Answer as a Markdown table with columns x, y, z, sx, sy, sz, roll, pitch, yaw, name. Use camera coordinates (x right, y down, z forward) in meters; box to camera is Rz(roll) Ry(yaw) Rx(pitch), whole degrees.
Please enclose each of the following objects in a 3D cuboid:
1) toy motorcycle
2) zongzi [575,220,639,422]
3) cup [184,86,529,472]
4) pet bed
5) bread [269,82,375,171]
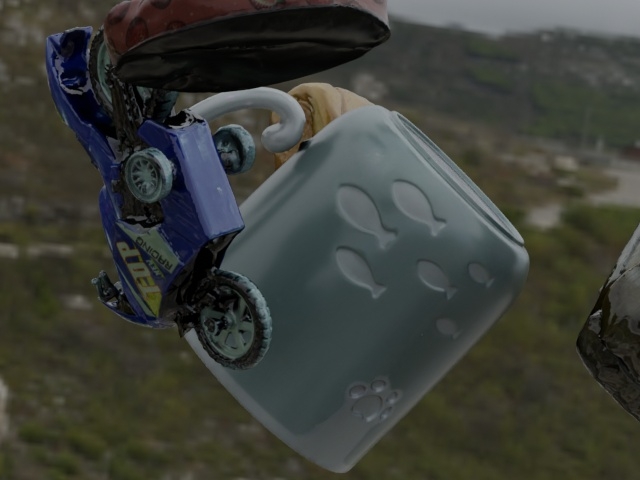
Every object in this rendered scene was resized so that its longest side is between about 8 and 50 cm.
| x | y | z | sx | sy | sz | roll | pitch | yaw | name |
| --- | --- | --- | --- | --- | --- | --- | --- | --- | --- |
| -0.141 | -0.034 | 1.428 | 0.169 | 0.315 | 0.113 | -20 | 1 | 43 | toy motorcycle |
| 0.441 | -0.035 | 1.493 | 0.403 | 0.208 | 0.432 | -36 | -6 | -45 | zongzi |
| 0.000 | 0.000 | 1.627 | 0.356 | 0.274 | 0.259 | 44 | 8 | -13 | cup |
| -0.053 | -0.142 | 1.196 | 0.201 | 0.054 | 0.201 | -10 | -7 | -1 | pet bed |
| 0.055 | -0.105 | 2.434 | 0.132 | 0.167 | 0.294 | -34 | -33 | 26 | bread |
